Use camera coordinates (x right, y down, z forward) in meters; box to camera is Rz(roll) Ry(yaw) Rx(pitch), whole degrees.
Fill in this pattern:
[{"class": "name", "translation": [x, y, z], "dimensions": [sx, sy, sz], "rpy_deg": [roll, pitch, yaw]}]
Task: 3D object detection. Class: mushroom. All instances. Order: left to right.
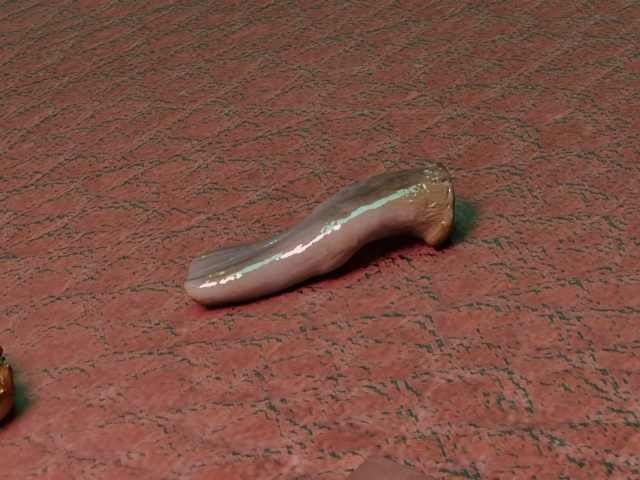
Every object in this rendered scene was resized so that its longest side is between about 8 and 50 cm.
[{"class": "mushroom", "translation": [0.000, 0.002, 1.230], "dimensions": [0.202, 0.054, 0.059], "rpy_deg": [-22, 25, -4]}]

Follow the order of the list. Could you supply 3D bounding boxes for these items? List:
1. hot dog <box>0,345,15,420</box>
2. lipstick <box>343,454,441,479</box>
[{"class": "hot dog", "translation": [-0.320, 0.127, 1.117], "dimensions": [0.269, 0.072, 0.115], "rpy_deg": [-26, 40, -22]}, {"class": "lipstick", "translation": [0.074, 0.160, 0.926], "dimensions": [0.145, 0.045, 0.045], "rpy_deg": [17, 44, 40]}]
